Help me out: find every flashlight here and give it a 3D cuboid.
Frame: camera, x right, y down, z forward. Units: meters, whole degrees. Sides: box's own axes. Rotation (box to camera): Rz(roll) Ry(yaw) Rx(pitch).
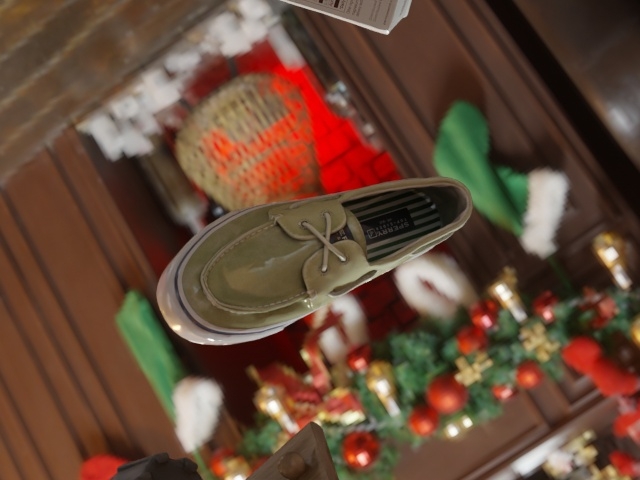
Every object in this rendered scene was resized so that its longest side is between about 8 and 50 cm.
[{"bbox_3d":[-0.231,0.287,1.406,0.304,0.103,0.103,-24,-162,39],"label":"flashlight"}]

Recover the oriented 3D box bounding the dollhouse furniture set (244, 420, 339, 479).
[{"bbox_3d":[-0.080,0.111,0.539,0.123,0.144,0.151,-42,116,10],"label":"dollhouse furniture set"}]

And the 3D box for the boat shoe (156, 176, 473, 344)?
[{"bbox_3d":[0.000,0.000,1.172,0.302,0.109,0.094,-23,175,-35],"label":"boat shoe"}]

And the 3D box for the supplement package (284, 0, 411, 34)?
[{"bbox_3d":[-0.020,-0.249,0.968,0.194,0.203,0.149,-58,166,-76],"label":"supplement package"}]
